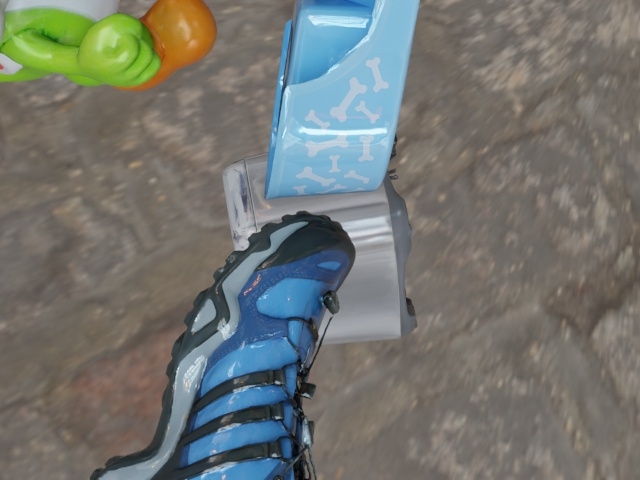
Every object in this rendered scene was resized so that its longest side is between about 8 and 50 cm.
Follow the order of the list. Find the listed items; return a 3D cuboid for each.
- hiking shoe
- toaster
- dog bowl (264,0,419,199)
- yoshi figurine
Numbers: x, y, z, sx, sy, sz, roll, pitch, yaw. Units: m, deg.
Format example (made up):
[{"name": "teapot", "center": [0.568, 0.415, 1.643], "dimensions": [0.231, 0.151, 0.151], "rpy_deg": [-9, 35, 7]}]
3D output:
[{"name": "hiking shoe", "center": [-0.042, 0.127, 1.224], "dimensions": [0.132, 0.113, 0.304], "rpy_deg": [24, 75, 24]}, {"name": "toaster", "center": [0.000, 0.000, 1.610], "dimensions": [0.146, 0.227, 0.129], "rpy_deg": [-10, 55, -3]}, {"name": "dog bowl", "center": [0.022, -0.164, 1.172], "dimensions": [0.074, 0.166, 0.297], "rpy_deg": [8, 110, -3]}, {"name": "yoshi figurine", "center": [-0.216, -0.208, 1.428], "dimensions": [0.203, 0.362, 0.203], "rpy_deg": [11, 101, 31]}]
